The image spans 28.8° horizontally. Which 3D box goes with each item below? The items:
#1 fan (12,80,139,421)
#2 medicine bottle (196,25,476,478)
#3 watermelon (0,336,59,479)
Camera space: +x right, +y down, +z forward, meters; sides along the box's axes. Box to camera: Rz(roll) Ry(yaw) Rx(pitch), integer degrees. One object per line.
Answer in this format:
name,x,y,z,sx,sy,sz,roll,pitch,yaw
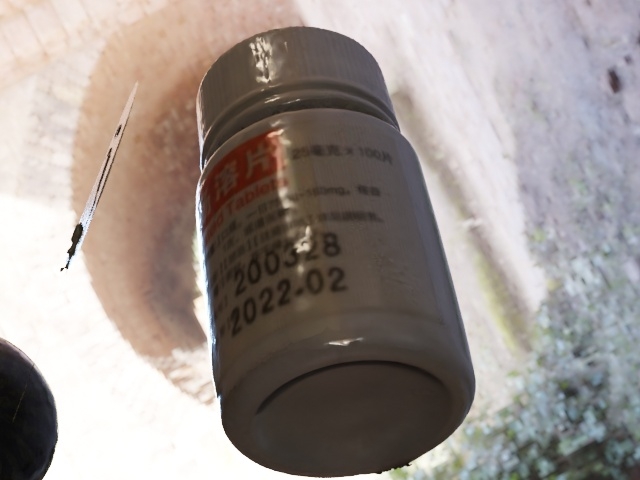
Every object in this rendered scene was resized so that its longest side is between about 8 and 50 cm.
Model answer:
fan,-0.223,0.008,1.121,0.009,0.329,0.191,20,179,-13
medicine bottle,0.000,0.000,0.732,0.144,0.144,0.252,67,-168,-50
watermelon,-0.367,0.191,1.262,0.212,0.212,0.212,62,177,7
